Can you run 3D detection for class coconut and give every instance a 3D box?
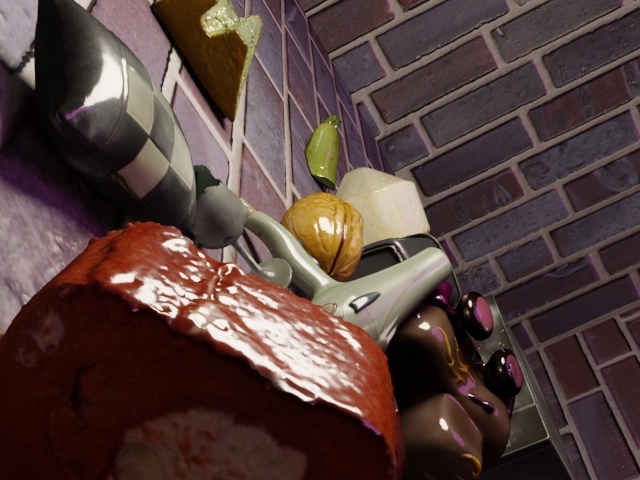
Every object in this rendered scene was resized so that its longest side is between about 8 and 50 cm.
[{"bbox_3d":[0.116,-0.051,1.887,0.202,0.202,0.222,-11,79,-77],"label":"coconut"}]

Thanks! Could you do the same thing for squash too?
[{"bbox_3d":[0.005,-0.207,2.043,0.090,0.075,0.200,32,52,-35],"label":"squash"}]

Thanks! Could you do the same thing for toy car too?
[{"bbox_3d":[0.153,0.240,1.408,0.341,0.271,0.240,57,34,-16],"label":"toy car"}]

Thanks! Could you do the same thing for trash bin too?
[{"bbox_3d":[0.136,0.088,1.681,0.182,0.209,0.290,68,18,11],"label":"trash bin"}]

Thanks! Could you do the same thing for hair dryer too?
[{"bbox_3d":[0.049,0.040,1.309,0.298,0.295,0.119,67,-29,26],"label":"hair dryer"}]

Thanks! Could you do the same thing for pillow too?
[{"bbox_3d":[-0.200,-0.109,0.896,0.250,0.106,0.186,55,15,-53],"label":"pillow"}]

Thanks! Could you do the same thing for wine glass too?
[{"bbox_3d":[-0.113,-0.005,1.114,0.195,0.079,0.079,55,15,-41],"label":"wine glass"}]

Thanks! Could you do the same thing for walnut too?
[{"bbox_3d":[0.000,0.000,1.452,0.144,0.144,0.180,56,18,-32],"label":"walnut"}]

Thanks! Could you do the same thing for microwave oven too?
[{"bbox_3d":[0.386,0.402,1.994,0.374,0.236,0.432,55,15,-34],"label":"microwave oven"}]

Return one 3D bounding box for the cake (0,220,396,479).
[{"bbox_3d":[-0.087,0.117,0.614,0.283,0.177,0.151,27,19,-5],"label":"cake"}]

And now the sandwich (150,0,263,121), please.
[{"bbox_3d":[-0.162,-0.322,1.452,0.236,0.128,0.122,59,21,-20],"label":"sandwich"}]

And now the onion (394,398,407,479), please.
[{"bbox_3d":[-0.046,0.177,0.792,0.252,0.219,0.252,41,-38,42],"label":"onion"}]
